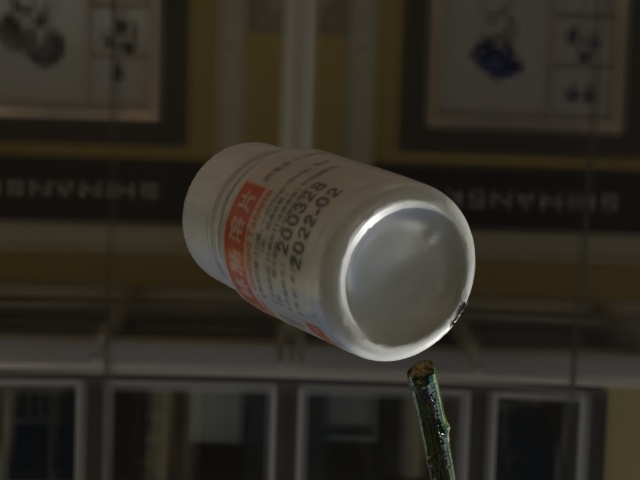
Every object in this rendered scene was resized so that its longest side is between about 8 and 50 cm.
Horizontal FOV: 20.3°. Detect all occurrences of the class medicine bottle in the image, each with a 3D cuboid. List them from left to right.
[{"bbox_3d":[0.000,0.000,1.412,0.144,0.144,0.252,-2,-166,-29],"label":"medicine bottle"}]

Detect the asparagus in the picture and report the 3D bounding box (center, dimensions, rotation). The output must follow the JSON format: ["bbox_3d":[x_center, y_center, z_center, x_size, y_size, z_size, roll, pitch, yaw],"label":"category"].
[{"bbox_3d":[0.050,0.102,0.734,0.015,0.114,0.014,-27,-153,-32],"label":"asparagus"}]
